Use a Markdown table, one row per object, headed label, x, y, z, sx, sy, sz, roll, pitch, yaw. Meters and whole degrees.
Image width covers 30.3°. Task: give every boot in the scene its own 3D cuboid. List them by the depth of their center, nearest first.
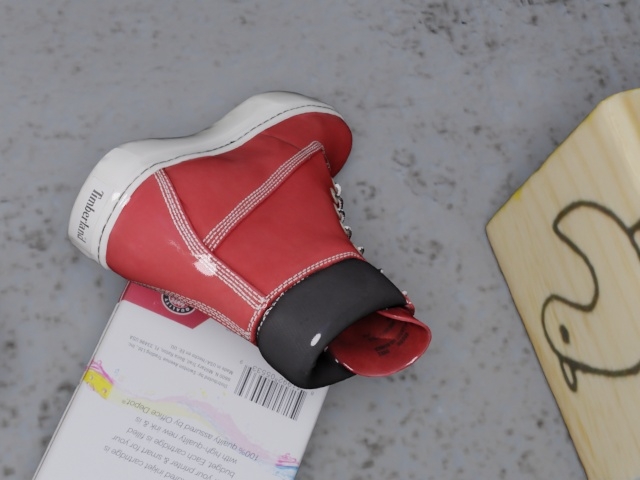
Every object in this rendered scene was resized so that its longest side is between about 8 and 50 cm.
| label | x | y | z | sx | sy | sz | roll | pitch | yaw |
| --- | --- | --- | --- | --- | --- | --- | --- | --- | --- |
| boot | 0.000 | 0.000 | 0.657 | 0.176 | 0.088 | 0.244 | 31 | 27 | 14 |

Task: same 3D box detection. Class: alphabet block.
| label | x | y | z | sx | sy | sz | roll | pitch | yaw |
| --- | --- | --- | --- | --- | --- | --- | --- | --- | --- |
| alphabet block | 0.246 | 0.022 | 0.716 | 0.193 | 0.192 | 0.197 | -13 | 71 | -22 |

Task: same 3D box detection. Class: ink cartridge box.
| label | x | y | z | sx | sy | sz | roll | pitch | yaw |
| --- | --- | --- | --- | --- | --- | --- | --- | --- | --- |
| ink cartridge box | -0.078 | 0.110 | 0.656 | 0.127 | 0.072 | 0.175 | 25 | 63 | -4 |
